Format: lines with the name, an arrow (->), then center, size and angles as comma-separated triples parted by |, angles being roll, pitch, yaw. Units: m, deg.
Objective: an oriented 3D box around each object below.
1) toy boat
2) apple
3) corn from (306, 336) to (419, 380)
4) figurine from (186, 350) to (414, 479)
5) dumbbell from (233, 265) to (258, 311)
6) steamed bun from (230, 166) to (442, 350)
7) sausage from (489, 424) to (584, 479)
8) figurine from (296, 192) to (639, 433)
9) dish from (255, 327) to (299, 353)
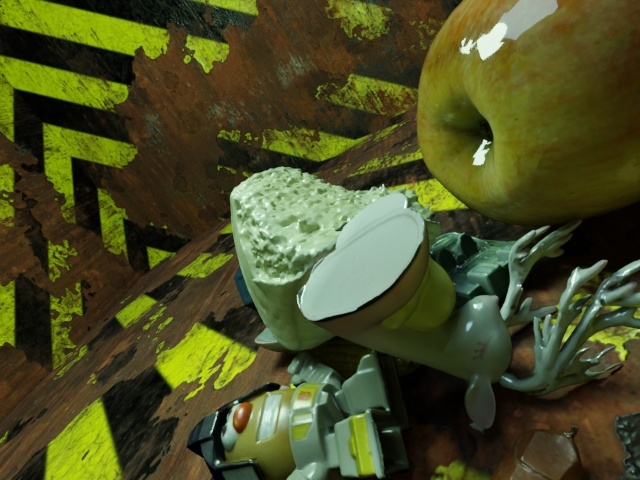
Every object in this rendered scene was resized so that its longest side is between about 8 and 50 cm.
toy boat -> 0.215, 0.039, 0.772 | 0.141, 0.092, 0.319 | -33, 14, -17
apple -> 0.327, -0.204, 0.627 | 0.346, 0.391, 0.391 | -35, 17, -18
corn -> 0.057, 0.186, 0.705 | 0.231, 0.080, 0.080 | -14, 26, 44
figurine -> -0.030, 0.253, 0.571 | 0.308, 0.143, 0.308 | -26, 1, 0
dumbbell -> -0.058, 0.066, 1.119 | 0.325, 0.160, 0.144 | -28, 49, 26
steamed bun -> 0.000, 0.000, 0.727 | 0.290, 0.273, 0.272 | -8, 40, -32
sausage -> 0.174, 0.231, 0.387 | 0.169, 0.065, 0.065 | -43, 19, -27
figurine -> 0.183, 0.066, 0.495 | 0.284, 0.315, 0.206 | -50, 26, 15
dish -> -0.028, 0.154, 0.940 | 0.151, 0.077, 0.212 | -23, 20, 28
